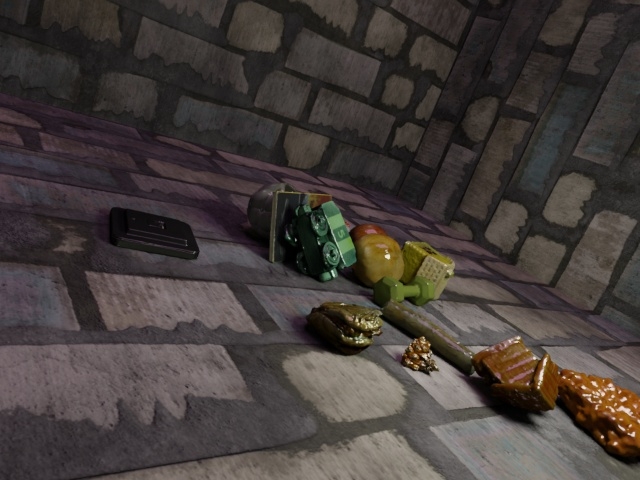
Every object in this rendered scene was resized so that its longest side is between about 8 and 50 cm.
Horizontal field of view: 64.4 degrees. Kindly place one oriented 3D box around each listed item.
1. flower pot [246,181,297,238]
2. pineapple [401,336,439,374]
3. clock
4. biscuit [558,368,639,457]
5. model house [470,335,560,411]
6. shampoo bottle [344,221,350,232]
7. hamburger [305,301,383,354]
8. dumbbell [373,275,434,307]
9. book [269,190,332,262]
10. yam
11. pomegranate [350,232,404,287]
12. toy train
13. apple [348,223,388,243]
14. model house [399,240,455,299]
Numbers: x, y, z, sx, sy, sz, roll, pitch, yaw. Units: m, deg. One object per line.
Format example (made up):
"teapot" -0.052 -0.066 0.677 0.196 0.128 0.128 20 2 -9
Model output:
"flower pot" -0.181 -0.115 2.079 0.246 0.195 0.246 50 24 -33
"pineapple" 0.300 0.357 1.506 0.114 0.077 0.114 -34 62 -30
"clock" -0.548 -0.034 1.674 0.273 0.049 0.279 12 18 -28
"biscuit" 0.922 0.543 1.583 0.312 0.111 0.318 16 19 -23
"model house" 0.601 0.419 1.504 0.199 0.219 0.229 61 0 -32
"shampoo bottle" 0.088 -0.059 2.468 0.108 0.051 0.221 22 17 18
"hamburger" 0.068 0.248 1.466 0.183 0.130 0.206 8 2 -44
"dumbbell" 0.324 0.197 1.952 0.302 0.121 0.108 3 53 -47
"book" -0.071 -0.055 2.003 0.028 0.263 0.374 6 6 34
"yam" 0.359 0.310 1.691 0.371 0.083 0.083 32 19 30
"pomegranate" 0.223 0.077 2.026 0.233 0.233 0.233 20 16 -6
"toy train" 0.000 0.000 1.911 0.167 0.299 0.238 -19 2 34
"apple" 0.205 0.018 2.247 0.173 0.188 0.188 4 21 -18
"model house" 0.448 0.134 2.180 0.174 0.193 0.234 10 22 -38
